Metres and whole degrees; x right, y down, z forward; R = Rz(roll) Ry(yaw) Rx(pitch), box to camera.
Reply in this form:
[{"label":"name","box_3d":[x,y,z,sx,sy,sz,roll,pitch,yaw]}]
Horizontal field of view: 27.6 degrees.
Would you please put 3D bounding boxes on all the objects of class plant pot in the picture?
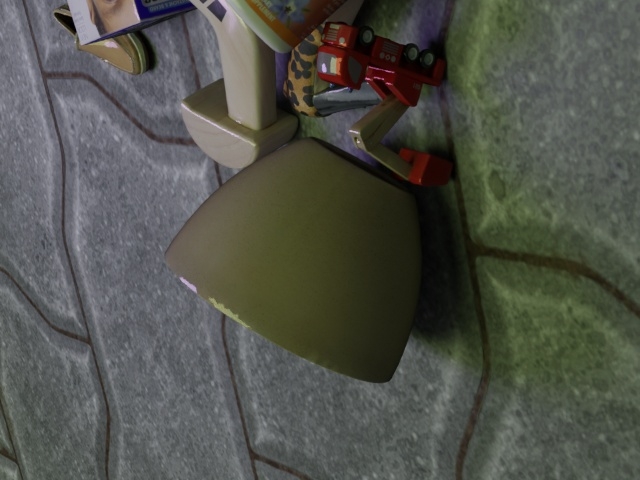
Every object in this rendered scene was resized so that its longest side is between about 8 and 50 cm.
[{"label":"plant pot","box_3d":[0.000,0.000,1.421,0.284,0.284,0.191,35,99,41]}]

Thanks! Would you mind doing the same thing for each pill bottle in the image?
[{"label":"pill bottle","box_3d":[0.004,-0.291,1.246,0.216,0.121,0.121,-41,67,10]}]

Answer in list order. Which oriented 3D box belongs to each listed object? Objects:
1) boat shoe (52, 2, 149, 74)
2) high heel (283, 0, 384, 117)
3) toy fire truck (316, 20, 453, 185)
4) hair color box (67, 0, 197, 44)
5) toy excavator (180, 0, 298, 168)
[{"label":"boat shoe","box_3d":[-0.316,-0.284,1.856,0.190,0.072,0.068,39,137,38]},{"label":"high heel","box_3d":[-0.019,-0.257,1.414,0.186,0.093,0.261,0,114,54]},{"label":"toy fire truck","box_3d":[0.066,-0.135,1.319,0.047,0.192,0.135,21,96,48]},{"label":"hair color box","box_3d":[-0.282,-0.438,1.684,0.185,0.110,0.338,-4,106,56]},{"label":"toy excavator","box_3d":[-0.156,-0.346,1.481,0.445,0.222,0.433,48,142,11]}]
